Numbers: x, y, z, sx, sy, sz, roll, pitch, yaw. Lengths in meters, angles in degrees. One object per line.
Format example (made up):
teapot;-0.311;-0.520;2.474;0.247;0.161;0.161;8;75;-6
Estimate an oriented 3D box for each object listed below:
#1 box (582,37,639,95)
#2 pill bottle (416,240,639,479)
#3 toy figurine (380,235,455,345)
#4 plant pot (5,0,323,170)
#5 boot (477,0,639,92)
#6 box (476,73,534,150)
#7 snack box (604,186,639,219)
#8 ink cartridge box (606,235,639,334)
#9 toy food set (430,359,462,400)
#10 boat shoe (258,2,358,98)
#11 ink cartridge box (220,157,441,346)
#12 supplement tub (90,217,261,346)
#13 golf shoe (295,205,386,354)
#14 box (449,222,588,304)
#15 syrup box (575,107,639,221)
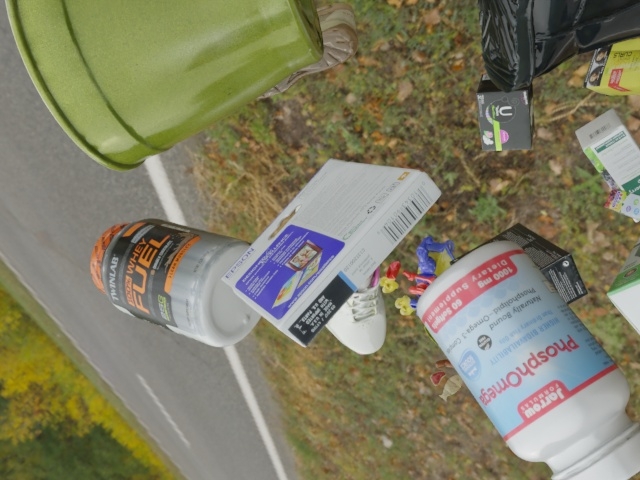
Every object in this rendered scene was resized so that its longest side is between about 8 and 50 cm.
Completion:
box;0.543;-0.297;1.134;0.058;0.087;0.232;14;-169;-10
pill bottle;0.141;0.085;0.435;0.160;0.087;0.087;56;162;24
toy figurine;0.321;0.105;1.645;0.191;0.217;0.362;-1;142;41
plant pot;-0.194;-0.331;0.980;0.352;0.367;0.367;-16;130;12
boot;0.256;-0.279;0.632;0.094;0.207;0.247;58;171;42
box;0.229;-0.159;0.815;0.062;0.052;0.083;1;131;24
snack box;0.518;-0.037;0.996;0.141;0.037;0.100;13;-169;-26
ink cartridge box;0.733;0.034;1.322;0.121;0.289;0.211;48;142;0
toy food set;0.268;0.254;1.334;0.078;0.122;0.019;46;-178;11
boat shoe;-0.081;-0.395;1.387;0.341;0.110;0.122;-13;147;19
ink cartridge box;0.000;0.000;0.715;0.045;0.206;0.208;46;170;-25
supplement tub;-0.286;0.071;1.313;0.337;0.207;0.207;12;143;34
golf shoe;0.045;0.068;1.037;0.140;0.115;0.306;45;157;63
box;0.403;0.075;1.385;0.103;0.184;0.261;62;-177;-16
syrup box;0.666;-0.162;1.445;0.093;0.096;0.237;-34;113;27
